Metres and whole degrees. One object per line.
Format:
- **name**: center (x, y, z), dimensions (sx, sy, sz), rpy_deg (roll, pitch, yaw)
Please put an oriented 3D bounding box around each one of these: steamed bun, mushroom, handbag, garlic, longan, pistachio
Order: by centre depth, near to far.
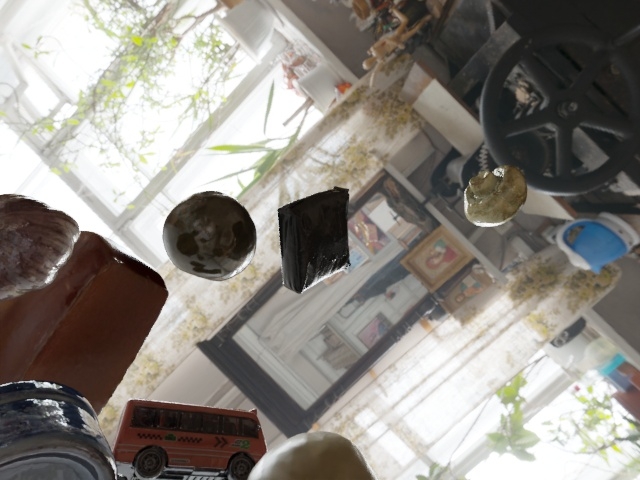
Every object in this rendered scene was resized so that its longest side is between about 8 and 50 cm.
- **garlic**: center (-0.408, 0.005, 0.524), dimensions (0.102, 0.159, 0.147), rpy_deg (77, -176, -67)
- **pistachio**: center (-0.018, 0.412, 0.631), dimensions (0.207, 0.226, 0.332), rpy_deg (63, -171, 10)
- **steamed bun**: center (-0.504, 0.167, 0.780), dimensions (0.249, 0.378, 0.235), rpy_deg (17, 161, 30)
- **mushroom**: center (0.370, -0.096, 0.865), dimensions (0.112, 0.148, 0.148), rpy_deg (51, -175, -16)
- **handbag**: center (0.000, 0.000, 1.036), dimensions (0.223, 0.246, 0.080), rpy_deg (-24, -147, -38)
- **longan**: center (-0.284, -0.005, 1.058), dimensions (0.248, 0.248, 0.248), rpy_deg (44, -173, -7)

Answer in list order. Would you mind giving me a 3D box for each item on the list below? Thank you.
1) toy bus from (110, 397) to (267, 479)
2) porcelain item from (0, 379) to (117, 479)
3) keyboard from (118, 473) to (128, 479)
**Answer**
- **toy bus**: center (-0.377, 0.603, 1.175), dimensions (0.428, 0.203, 0.232), rpy_deg (17, -142, -22)
- **porcelain item**: center (-0.272, 0.210, 0.362), dimensions (0.114, 0.147, 0.147), rpy_deg (21, 166, 49)
- **keyboard**: center (-0.400, 0.541, 0.710), dimensions (0.107, 0.261, 0.016), rpy_deg (7, 173, 13)
